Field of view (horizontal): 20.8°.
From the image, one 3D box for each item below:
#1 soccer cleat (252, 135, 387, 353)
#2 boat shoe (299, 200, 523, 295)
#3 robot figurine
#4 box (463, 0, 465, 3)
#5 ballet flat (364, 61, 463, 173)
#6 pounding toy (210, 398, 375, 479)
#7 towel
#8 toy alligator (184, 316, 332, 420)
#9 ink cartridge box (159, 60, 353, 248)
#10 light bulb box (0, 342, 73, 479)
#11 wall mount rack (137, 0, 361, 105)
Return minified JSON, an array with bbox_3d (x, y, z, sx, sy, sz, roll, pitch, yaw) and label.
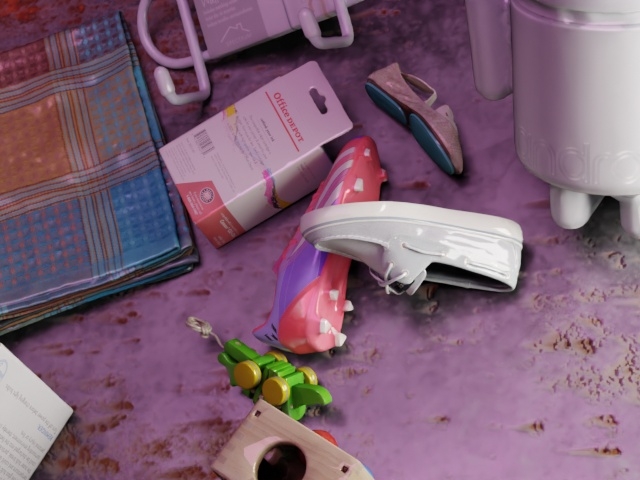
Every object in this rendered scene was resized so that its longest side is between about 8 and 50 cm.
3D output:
[{"bbox_3d":[0.000,0.000,1.808,0.095,0.083,0.248,3,66,27],"label":"soccer cleat"},{"bbox_3d":[0.091,0.013,1.724,0.227,0.079,0.081,5,71,-11],"label":"boat shoe"},{"bbox_3d":[0.280,-0.181,1.644,0.299,0.354,0.200,6,29,21],"label":"robot figurine"},{"bbox_3d":[0.325,-0.411,1.851,0.312,0.179,0.343,8,66,25],"label":"box"},{"bbox_3d":[0.111,-0.136,1.855,0.052,0.057,0.168,-34,56,-12],"label":"ballet flat"},{"bbox_3d":[0.010,0.233,1.610,0.206,0.181,0.094,29,75,31],"label":"pounding toy"},{"bbox_3d":[-0.307,-0.082,1.973,0.271,0.040,0.370,-19,57,1],"label":"towel"},{"bbox_3d":[-0.068,0.138,1.774,0.189,0.056,0.051,26,114,30],"label":"toy alligator"},{"bbox_3d":[-0.060,-0.095,1.887,0.198,0.067,0.115,-31,57,4],"label":"ink cartridge box"},{"bbox_3d":[-0.515,0.213,1.772,0.358,0.225,0.361,27,75,23],"label":"light bulb box"},{"bbox_3d":[-0.107,-0.324,1.909,0.350,0.130,0.304,-18,88,30],"label":"wall mount rack"}]
